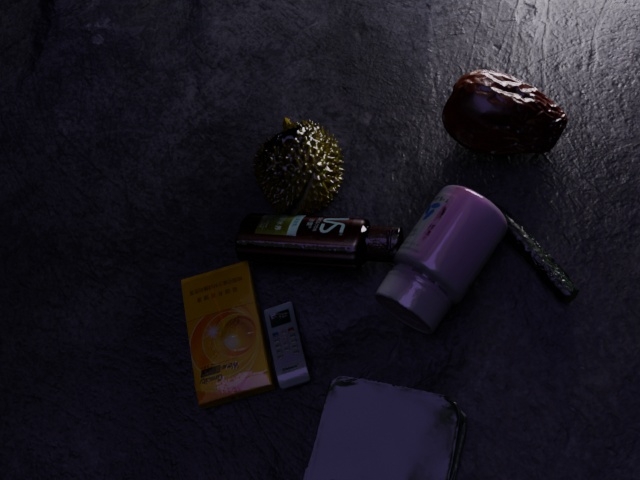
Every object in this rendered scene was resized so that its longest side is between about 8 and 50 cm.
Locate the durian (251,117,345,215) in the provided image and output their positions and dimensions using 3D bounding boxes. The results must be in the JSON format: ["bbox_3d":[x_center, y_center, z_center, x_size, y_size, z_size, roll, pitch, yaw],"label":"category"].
[{"bbox_3d":[-0.055,-0.180,1.522,0.193,0.138,0.237,-22,62,4],"label":"durian"}]

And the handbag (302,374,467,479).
[{"bbox_3d":[0.109,0.380,1.258,0.247,0.079,0.260,10,70,19],"label":"handbag"}]

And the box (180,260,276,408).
[{"bbox_3d":[-0.187,0.182,1.443,0.152,0.043,0.269,-18,62,6],"label":"box"}]

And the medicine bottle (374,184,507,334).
[{"bbox_3d":[0.221,0.035,1.346,0.152,0.152,0.255,32,77,25],"label":"medicine bottle"}]

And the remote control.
[{"bbox_3d":[-0.066,0.203,1.411,0.065,0.029,0.166,-19,58,7],"label":"remote control"}]

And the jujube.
[{"bbox_3d":[0.363,-0.243,1.445,0.236,0.168,0.168,19,71,6],"label":"jujube"}]

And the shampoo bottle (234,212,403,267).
[{"bbox_3d":[0.000,0.000,1.446,0.322,0.084,0.129,4,32,17],"label":"shampoo bottle"}]

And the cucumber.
[{"bbox_3d":[0.390,0.012,1.373,0.044,0.043,0.257,-33,61,-7],"label":"cucumber"}]
